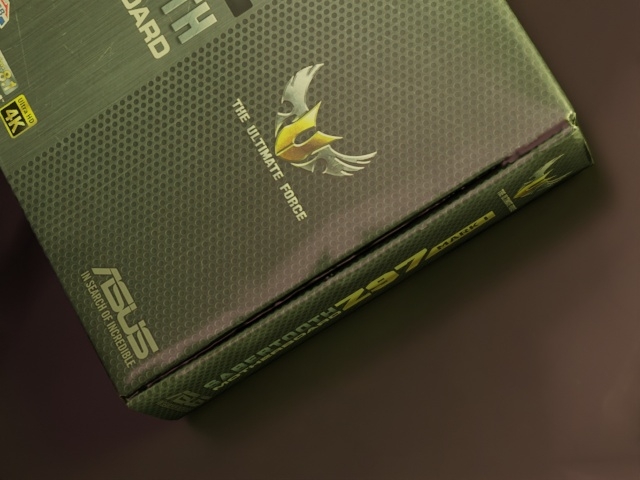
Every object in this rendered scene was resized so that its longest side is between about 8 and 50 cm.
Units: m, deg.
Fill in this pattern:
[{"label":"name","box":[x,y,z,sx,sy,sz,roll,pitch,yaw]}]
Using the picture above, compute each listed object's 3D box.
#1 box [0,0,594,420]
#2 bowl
[{"label":"box","box":[-0.038,-0.079,0.619,0.183,0.059,0.233,-31,73,6]},{"label":"bowl","box":[0.000,0.000,0.665,0.391,0.077,0.391,-3,78,14]}]
